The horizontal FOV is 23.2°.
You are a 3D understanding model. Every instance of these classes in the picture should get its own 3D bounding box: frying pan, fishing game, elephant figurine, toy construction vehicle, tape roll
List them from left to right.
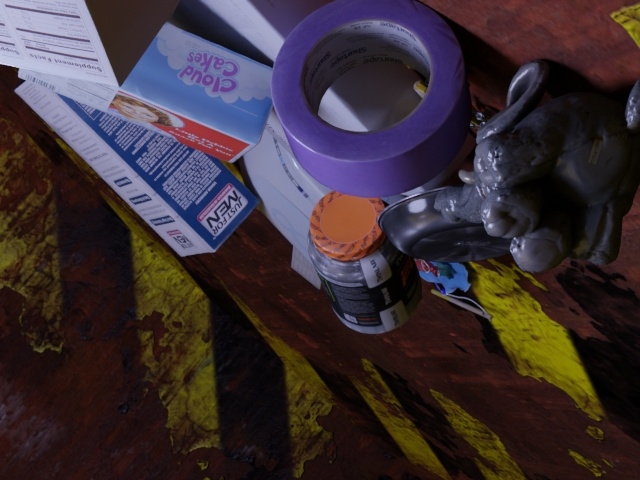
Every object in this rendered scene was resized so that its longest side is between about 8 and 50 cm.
[{"bbox_3d":[0.051,-0.142,1.523,0.189,0.189,0.080,34,166,24],"label":"tape roll"},{"bbox_3d":[0.127,0.014,2.166,0.189,0.041,0.264,26,159,48],"label":"fishing game"},{"bbox_3d":[0.135,-0.155,1.607,0.098,0.035,0.086,34,177,35],"label":"toy construction vehicle"},{"bbox_3d":[0.202,-0.036,1.666,0.197,0.053,0.326,10,158,-38],"label":"frying pan"},{"bbox_3d":[0.200,-0.080,1.434,0.239,0.186,0.169,-98,-1,-72],"label":"elephant figurine"}]

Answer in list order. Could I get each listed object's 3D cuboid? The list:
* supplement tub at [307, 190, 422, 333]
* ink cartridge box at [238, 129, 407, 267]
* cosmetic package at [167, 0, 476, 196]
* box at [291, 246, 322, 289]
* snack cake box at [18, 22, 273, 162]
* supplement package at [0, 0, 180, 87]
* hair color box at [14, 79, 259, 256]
[{"bbox_3d":[0.051,0.022,1.854,0.117,0.117,0.190,33,163,27],"label":"supplement tub"},{"bbox_3d":[-0.074,-0.133,2.084,0.385,0.091,0.308,44,167,-4],"label":"ink cartridge box"},{"bbox_3d":[-0.036,-0.211,1.740,0.377,0.097,0.284,45,164,-25],"label":"cosmetic package"},{"bbox_3d":[0.000,0.000,2.422,0.067,0.063,0.324,39,167,9],"label":"box"},{"bbox_3d":[-0.187,-0.180,1.685,0.264,0.089,0.152,22,169,-11],"label":"snack cake box"},{"bbox_3d":[-0.245,-0.306,1.351,0.198,0.199,0.263,13,145,24],"label":"supplement package"},{"bbox_3d":[-0.261,-0.134,2.200,0.347,0.105,0.174,46,164,-13],"label":"hair color box"}]
